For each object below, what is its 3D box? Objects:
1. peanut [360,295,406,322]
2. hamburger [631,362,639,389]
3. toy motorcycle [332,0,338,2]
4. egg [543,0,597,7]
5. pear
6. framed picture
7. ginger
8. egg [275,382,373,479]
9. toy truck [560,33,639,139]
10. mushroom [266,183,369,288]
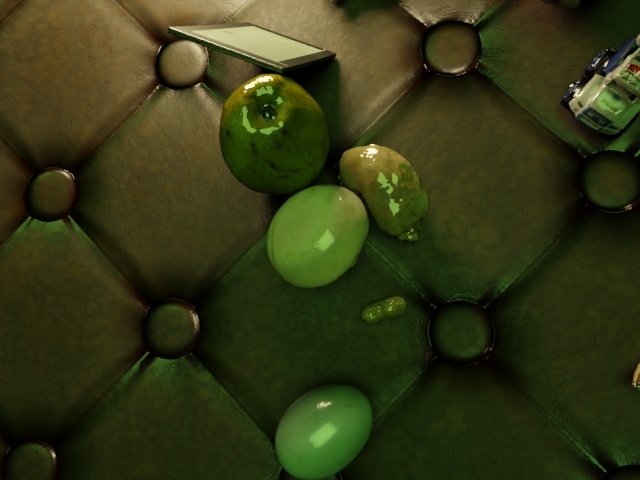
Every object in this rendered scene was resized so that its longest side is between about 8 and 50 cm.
[{"bbox_3d":[0.146,0.162,0.951,0.113,0.054,0.053,-18,82,0],"label":"peanut"},{"bbox_3d":[0.750,0.282,0.864,0.176,0.087,0.102,-41,94,-7],"label":"hamburger"},{"bbox_3d":[0.103,-0.692,1.041,0.225,0.073,0.152,-39,84,0],"label":"toy motorcycle"},{"bbox_3d":[0.572,-0.701,0.885,0.288,0.287,0.378,-6,72,5],"label":"egg"},{"bbox_3d":[-0.100,-0.229,0.895,0.253,0.307,0.252,0,82,-3],"label":"pear"},{"bbox_3d":[-0.132,-0.449,0.933,0.265,0.347,0.016,22,124,8],"label":"framed picture"},{"bbox_3d":[0.156,-0.117,0.942,0.138,0.152,0.267,-31,75,-28],"label":"ginger"},{"bbox_3d":[0.009,0.406,0.880,0.231,0.168,0.168,-36,81,-3],"label":"egg"},{"bbox_3d":[0.667,-0.347,0.891,0.161,0.177,0.213,39,88,8],"label":"toy truck"},{"bbox_3d":[0.000,0.000,0.921,0.246,0.202,0.246,-23,41,22],"label":"mushroom"}]
